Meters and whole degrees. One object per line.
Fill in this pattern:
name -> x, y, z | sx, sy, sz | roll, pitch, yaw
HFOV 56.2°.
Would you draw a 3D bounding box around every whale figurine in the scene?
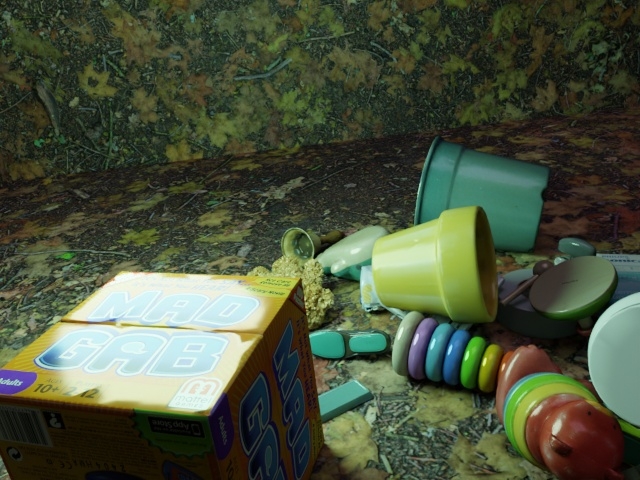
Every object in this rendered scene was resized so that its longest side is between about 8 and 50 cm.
whale figurine -> 0.095, 0.063, 1.710 | 0.272, 0.141, 0.216 | -21, 13, 33

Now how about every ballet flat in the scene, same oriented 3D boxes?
ballet flat -> 0.555, 0.356, 0.970 | 0.077, 0.077, 0.231 | -1, 16, -31
ballet flat -> 0.066, 0.236, 1.379 | 0.203, 0.074, 0.074 | -5, 23, 19

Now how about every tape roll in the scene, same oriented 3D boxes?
tape roll -> 0.531, 0.146, 1.438 | 0.219, 0.072, 0.219 | -5, 24, 2

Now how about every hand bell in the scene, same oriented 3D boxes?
hand bell -> 0.000, 0.000, 1.899 | 0.126, 0.126, 0.242 | 11, 18, 35

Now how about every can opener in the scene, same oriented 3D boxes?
can opener -> 0.742, 0.070, 1.543 | 0.280, 0.093, 0.074 | 20, 34, 37

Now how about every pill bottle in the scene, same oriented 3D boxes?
pill bottle -> 0.544, 0.180, 0.940 | 0.210, 0.210, 0.363 | 10, 2, 33

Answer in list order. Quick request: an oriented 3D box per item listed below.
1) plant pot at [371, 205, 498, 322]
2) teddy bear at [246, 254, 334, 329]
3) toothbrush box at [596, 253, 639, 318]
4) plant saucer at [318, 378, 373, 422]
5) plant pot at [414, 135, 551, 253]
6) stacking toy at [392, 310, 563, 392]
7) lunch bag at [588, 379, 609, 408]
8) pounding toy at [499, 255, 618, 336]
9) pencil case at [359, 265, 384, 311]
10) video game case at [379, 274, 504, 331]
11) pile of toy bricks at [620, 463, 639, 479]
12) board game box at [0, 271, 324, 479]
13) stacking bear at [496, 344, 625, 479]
plant pot -> 0.252, 0.062, 1.333 | 0.239, 0.253, 0.254 | -7, 22, 24
teddy bear -> -0.095, 0.123, 1.610 | 0.245, 0.113, 0.338 | -10, 24, -2
toothbrush box -> 0.733, 0.147, 1.319 | 0.217, 0.126, 0.295 | 2, 24, 19
plant saucer -> 0.012, 0.335, 1.219 | 0.192, 0.018, 0.067 | -20, 27, -25
plant pot -> 0.481, -0.116, 1.763 | 0.334, 0.341, 0.341 | 11, 29, 20
stacking toy -> 0.320, 0.250, 1.215 | 0.331, 0.141, 0.141 | 13, 30, 24
lunch bag -> 0.562, 0.282, 1.151 | 0.071, 0.053, 0.083 | -11, 16, -16
pounding toy -> 0.540, 0.131, 1.298 | 0.183, 0.110, 0.237 | -42, 19, -21
pencil case -> 0.233, 0.116, 1.536 | 0.273, 0.113, 0.124 | -5, 37, 5
video game case -> 0.291, 0.123, 1.436 | 0.206, 0.026, 0.227 | 32, 65, 27
pile of toy bricks -> 0.412, 0.412, 0.870 | 0.212, 0.118, 0.105 | -7, 56, -26
board game box -> -0.227, 0.290, 0.965 | 0.357, 0.356, 0.356 | 1, 24, 17
stacking bear -> 0.375, 0.286, 0.930 | 0.175, 0.164, 0.289 | 35, 3, 6
